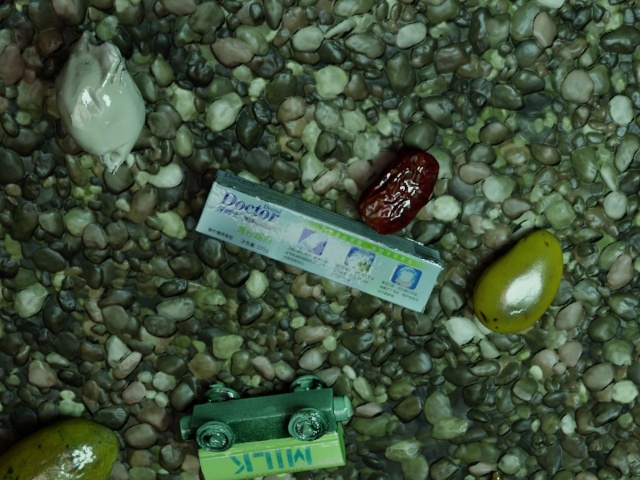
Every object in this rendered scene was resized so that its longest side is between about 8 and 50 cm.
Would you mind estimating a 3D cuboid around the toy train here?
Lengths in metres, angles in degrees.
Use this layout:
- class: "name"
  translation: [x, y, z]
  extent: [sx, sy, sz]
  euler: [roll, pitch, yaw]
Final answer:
- class: "toy train"
  translation: [-0.073, 0.288, 1.617]
  extent: [0.253, 0.105, 0.157]
  euler: [-9, 123, 5]

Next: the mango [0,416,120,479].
- class: "mango"
  translation: [-0.425, 0.403, 1.623]
  extent: [0.176, 0.175, 0.330]
  euler: [6, 119, -51]

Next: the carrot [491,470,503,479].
- class: "carrot"
  translation: [0.271, 0.427, 1.698]
  extent: [0.035, 0.036, 0.165]
  euler: [1, 109, -1]

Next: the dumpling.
- class: "dumpling"
  translation: [-0.290, -0.185, 1.428]
  extent: [0.118, 0.136, 0.199]
  euler: [-13, 138, -31]

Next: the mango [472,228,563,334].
- class: "mango"
  translation: [0.280, 0.058, 1.541]
  extent: [0.103, 0.076, 0.161]
  euler: [34, 99, -5]

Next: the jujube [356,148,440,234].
- class: "jujube"
  translation: [0.109, -0.067, 1.495]
  extent: [0.077, 0.077, 0.129]
  euler: [40, 94, -14]

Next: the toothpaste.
- class: "toothpaste"
  translation: [0.000, 0.000, 1.521]
  extent: [0.336, 0.067, 0.081]
  euler: [20, 110, -7]
